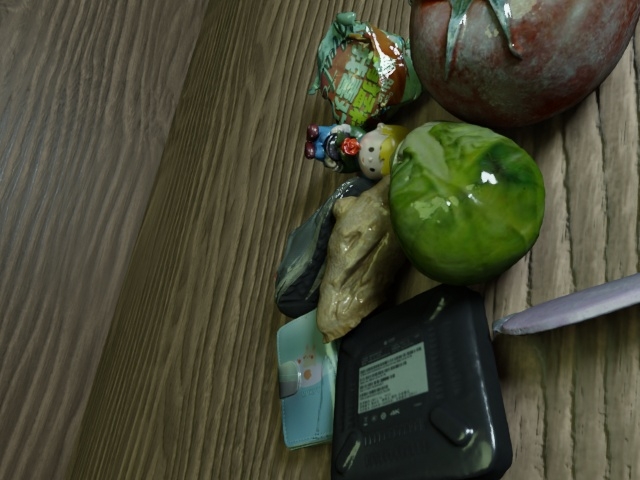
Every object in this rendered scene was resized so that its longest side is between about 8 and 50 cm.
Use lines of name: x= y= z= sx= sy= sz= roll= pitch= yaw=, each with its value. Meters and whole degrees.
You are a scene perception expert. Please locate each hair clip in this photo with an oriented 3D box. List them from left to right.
hair clip: x=0.368 y=0.061 z=0.479 sx=0.358 sy=0.095 sz=0.110 roll=-22 pitch=27 yaw=32

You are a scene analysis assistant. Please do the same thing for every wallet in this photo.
wallet: x=-0.011 y=0.273 z=0.837 sx=0.176 sy=0.075 sz=0.250 roll=-32 pitch=52 yaw=35

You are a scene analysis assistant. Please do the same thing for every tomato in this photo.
tomato: x=0.285 y=-0.329 z=0.609 sx=0.316 sy=0.282 sz=0.317 roll=-20 pitch=62 yaw=44

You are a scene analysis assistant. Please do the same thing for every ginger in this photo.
ginger: x=0.086 y=0.032 z=0.776 sx=0.126 sy=0.190 sz=0.354 roll=68 pitch=-135 yaw=-85

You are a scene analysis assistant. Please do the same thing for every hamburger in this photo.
hamburger: x=0.108 y=-0.374 z=0.957 sx=0.260 sy=0.150 sz=0.276 roll=-46 pitch=66 yaw=49

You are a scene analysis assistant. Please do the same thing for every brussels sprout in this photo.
brussels sprout: x=0.204 y=-0.068 z=0.625 sx=0.219 sy=0.210 sz=0.271 roll=-29 pitch=59 yaw=8

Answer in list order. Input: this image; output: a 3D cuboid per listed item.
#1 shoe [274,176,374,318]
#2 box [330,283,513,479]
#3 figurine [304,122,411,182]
shoe: x=0.000 y=0.000 z=0.924 sx=0.336 sy=0.132 sz=0.171 roll=-58 pitch=29 yaw=13
box: x=0.127 y=0.226 z=0.633 sx=0.290 sy=0.073 sz=0.289 roll=-36 pitch=31 yaw=37
figurine: x=0.091 y=-0.184 z=0.839 sx=0.234 sy=0.185 sz=0.127 roll=31 pitch=106 yaw=46
